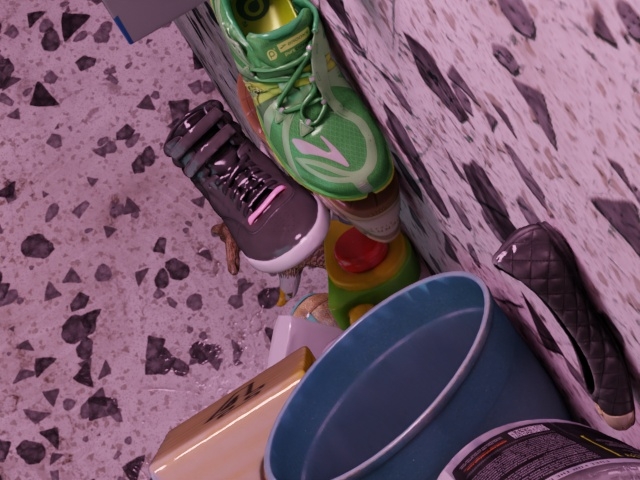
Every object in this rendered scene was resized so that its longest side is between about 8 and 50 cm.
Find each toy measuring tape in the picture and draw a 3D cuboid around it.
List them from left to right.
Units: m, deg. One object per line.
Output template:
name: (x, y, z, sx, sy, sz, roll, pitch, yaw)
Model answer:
toy measuring tape: (0.066, -0.007, 1.633, 0.330, 0.121, 0.121, -92, -20, -46)

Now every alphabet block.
alphabet block: (-0.050, 0.255, 1.389, 0.192, 0.197, 0.193, 58, -178, -5)

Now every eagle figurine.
eagle figurine: (-0.003, 0.008, 1.828, 0.225, 0.298, 0.226, 121, 152, -55)

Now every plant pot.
plant pot: (0.130, 0.213, 1.204, 0.255, 0.271, 0.271, 47, 180, -18)

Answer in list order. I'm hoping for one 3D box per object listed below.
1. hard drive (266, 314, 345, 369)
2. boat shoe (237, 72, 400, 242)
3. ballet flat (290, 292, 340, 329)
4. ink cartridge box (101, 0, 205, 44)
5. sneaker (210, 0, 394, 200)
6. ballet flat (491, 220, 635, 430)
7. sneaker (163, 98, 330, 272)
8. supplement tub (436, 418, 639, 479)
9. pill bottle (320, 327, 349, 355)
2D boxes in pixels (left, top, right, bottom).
hard drive: (0.060, 0.227, 1.603, 0.307, 0.203, 0.040, 18, 167, -34)
boat shoe: (-0.005, -0.106, 1.436, 0.285, 0.104, 0.089, 55, 173, 35)
ballet flat: (0.093, 0.168, 1.751, 0.348, 0.123, 0.123, 28, -160, -46)
ink cartridge box: (-0.279, -0.444, 1.813, 0.233, 0.168, 0.171, 58, 177, 19)
sneaker: (-0.032, -0.166, 1.251, 0.295, 0.109, 0.123, 58, -179, 6)
ballet flat: (0.171, 0.064, 0.874, 0.173, 0.049, 0.057, 59, 177, -18)
sneaker: (-0.094, -0.066, 1.393, 0.147, 0.104, 0.296, 47, 178, -29)
supplement tub: (0.191, 0.245, 0.884, 0.207, 0.207, 0.338, 58, 177, 0)
pill bottle: (0.150, 0.216, 1.418, 0.323, 0.181, 0.181, 58, 177, 3)
